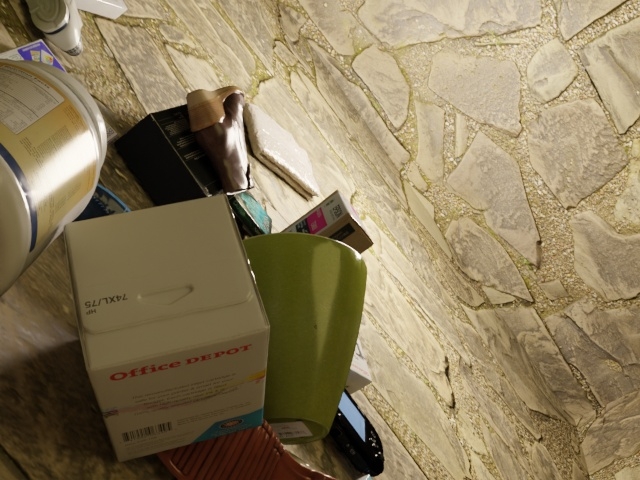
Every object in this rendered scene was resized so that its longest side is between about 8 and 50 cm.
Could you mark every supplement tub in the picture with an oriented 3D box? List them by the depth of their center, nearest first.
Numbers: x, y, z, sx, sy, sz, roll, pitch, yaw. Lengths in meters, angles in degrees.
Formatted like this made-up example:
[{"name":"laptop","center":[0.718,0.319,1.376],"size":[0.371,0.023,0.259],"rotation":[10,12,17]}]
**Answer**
[{"name":"supplement tub","center":[-0.390,-0.079,0.939],"size":[0.228,0.228,0.316],"rotation":[52,19,-16]}]

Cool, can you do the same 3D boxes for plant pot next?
[{"name":"plant pot","center":[-0.052,0.182,1.381],"size":[0.275,0.275,0.293],"rotation":[38,42,-45]}]

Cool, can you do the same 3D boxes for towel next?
[{"name":"towel","center":[-0.102,-0.235,2.197],"size":[0.282,0.049,0.187],"rotation":[36,27,-46]}]

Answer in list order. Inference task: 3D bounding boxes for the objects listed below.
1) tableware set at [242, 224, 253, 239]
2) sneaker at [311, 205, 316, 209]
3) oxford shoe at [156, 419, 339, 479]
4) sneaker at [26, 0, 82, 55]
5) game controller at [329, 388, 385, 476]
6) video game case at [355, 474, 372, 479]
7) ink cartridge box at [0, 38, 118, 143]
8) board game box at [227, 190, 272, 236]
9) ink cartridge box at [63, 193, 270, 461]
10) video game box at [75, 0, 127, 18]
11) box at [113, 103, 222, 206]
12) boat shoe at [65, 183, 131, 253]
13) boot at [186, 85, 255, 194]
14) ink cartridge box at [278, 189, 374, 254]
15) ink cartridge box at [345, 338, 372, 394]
[{"name":"tableware set","center":[-0.111,0.065,1.706],"size":[0.194,0.039,0.128],"rotation":[48,10,-35]},{"name":"sneaker","center":[-0.008,-0.075,2.195],"size":[0.032,0.037,0.083],"rotation":[53,21,-20]},{"name":"oxford shoe","center":[-0.108,0.340,1.193],"size":[0.397,0.140,0.146],"rotation":[41,-21,-16]},{"name":"sneaker","center":[-0.494,-0.444,1.518],"size":[0.095,0.090,0.235],"rotation":[53,17,-58]},{"name":"game controller","center":[0.027,0.315,1.611],"size":[0.319,0.067,0.166],"rotation":[55,19,-10]},{"name":"video game case","center":[0.099,0.568,1.395],"size":[0.269,0.061,0.244],"rotation":[59,18,5]},{"name":"ink cartridge box","center":[-0.439,-0.215,1.318],"size":[0.208,0.045,0.206],"rotation":[52,19,-13]},{"name":"board game box","center":[-0.152,-0.063,1.768],"size":[0.126,0.026,0.186],"rotation":[52,7,-15]},{"name":"ink cartridge box","center":[-0.184,0.113,1.006],"size":[0.270,0.198,0.197],"rotation":[99,-25,-55]},{"name":"video game box","center":[-0.511,-0.559,1.689],"size":[0.187,0.048,0.205],"rotation":[61,18,4]},{"name":"box","center":[-0.261,-0.159,1.590],"size":[0.184,0.103,0.261],"rotation":[53,18,-5]},{"name":"boat shoe","center":[-0.298,0.023,1.203],"size":[0.258,0.109,0.089],"rotation":[52,23,-9]},{"name":"boot","center":[-0.181,-0.195,1.612],"size":[0.248,0.090,0.207],"rotation":[-39,108,-73]},{"name":"ink cartridge box","center":[0.000,0.000,1.782],"size":[0.088,0.193,0.234],"rotation":[51,6,-16]},{"name":"ink cartridge box","center":[0.044,0.244,1.771],"size":[0.109,0.063,0.150],"rotation":[37,27,-47]}]
